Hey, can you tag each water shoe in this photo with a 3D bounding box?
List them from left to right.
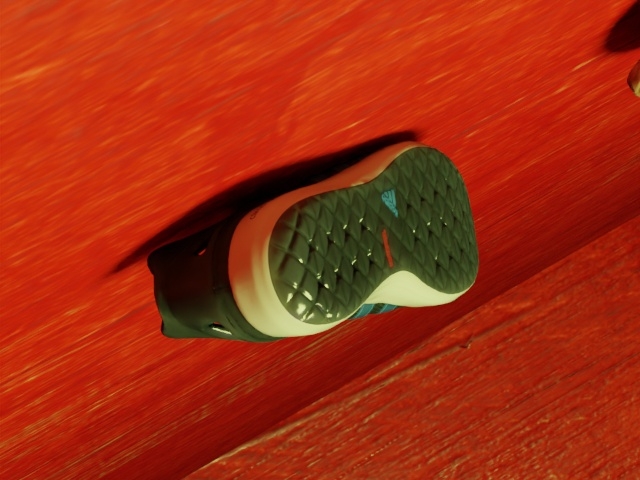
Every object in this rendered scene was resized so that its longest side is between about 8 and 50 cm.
[{"bbox_3d":[0.000,0.000,0.839,0.080,0.072,0.203,-10,180,28],"label":"water shoe"}]

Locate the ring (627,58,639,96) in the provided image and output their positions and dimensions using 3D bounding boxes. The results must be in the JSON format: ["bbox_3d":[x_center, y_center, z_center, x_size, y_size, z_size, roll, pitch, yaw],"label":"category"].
[{"bbox_3d":[0.286,-0.168,0.926,0.337,0.032,0.336,-30,172,-4],"label":"ring"}]
